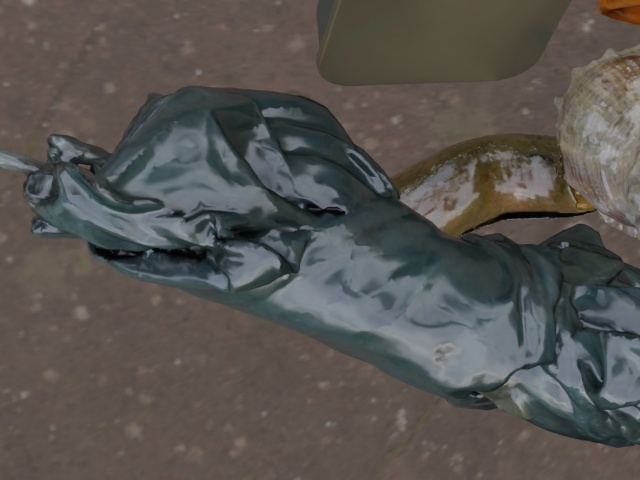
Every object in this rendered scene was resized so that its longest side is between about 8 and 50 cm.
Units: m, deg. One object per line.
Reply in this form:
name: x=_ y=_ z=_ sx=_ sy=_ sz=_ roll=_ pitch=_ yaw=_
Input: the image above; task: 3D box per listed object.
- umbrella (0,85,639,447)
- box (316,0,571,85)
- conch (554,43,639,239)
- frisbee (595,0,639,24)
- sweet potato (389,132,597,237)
umbrella: x=0.001 y=-0.002 z=0.595 sx=0.349 sy=0.143 sz=0.094 roll=19 pitch=80 yaw=-6
box: x=0.049 y=-0.101 z=0.531 sx=0.091 sy=0.126 sz=0.031 roll=-4 pitch=64 yaw=-12
conch: x=0.289 y=-0.067 z=1.177 sx=0.163 sy=0.245 sz=0.178 roll=34 pitch=116 yaw=-31
frisbee: x=0.259 y=-0.146 z=0.871 sx=0.192 sy=0.192 sz=0.035 roll=5 pitch=94 yaw=24
sweet potato: x=0.113 y=-0.025 z=1.298 sx=0.286 sy=0.085 sz=0.112 roll=-25 pitch=57 yaw=-2
